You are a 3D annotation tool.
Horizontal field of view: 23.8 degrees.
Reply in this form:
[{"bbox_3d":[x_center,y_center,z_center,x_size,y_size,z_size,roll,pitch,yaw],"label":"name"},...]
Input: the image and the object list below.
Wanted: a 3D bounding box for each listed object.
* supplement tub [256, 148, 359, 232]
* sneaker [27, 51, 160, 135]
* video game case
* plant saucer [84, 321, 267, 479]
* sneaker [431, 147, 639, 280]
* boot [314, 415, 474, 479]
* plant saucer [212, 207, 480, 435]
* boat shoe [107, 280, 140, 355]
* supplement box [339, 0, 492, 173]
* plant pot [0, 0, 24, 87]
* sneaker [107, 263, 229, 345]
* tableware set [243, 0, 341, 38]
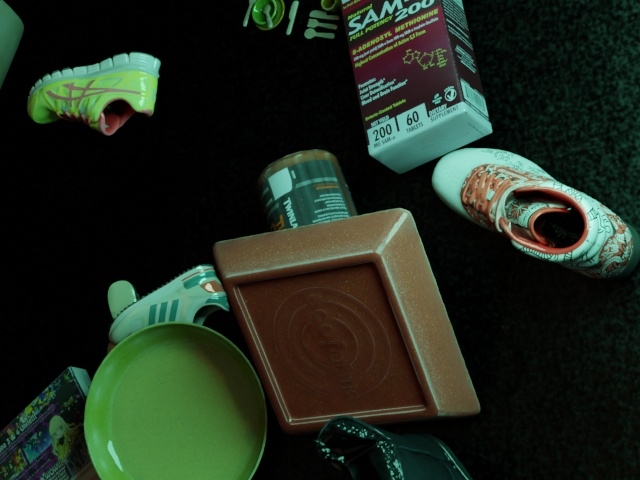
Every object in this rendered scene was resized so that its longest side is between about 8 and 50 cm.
[{"bbox_3d":[0.000,0.000,1.765,0.106,0.106,0.198,-30,65,23],"label":"supplement tub"},{"bbox_3d":[-0.304,-0.180,2.009,0.208,0.081,0.094,-14,75,28],"label":"sneaker"},{"bbox_3d":[-0.345,0.315,1.951,0.232,0.042,0.210,-43,61,17],"label":"video game case"},{"bbox_3d":[-0.172,0.219,1.841,0.240,0.037,0.241,-2,85,18],"label":"plant saucer"},{"bbox_3d":[0.206,-0.045,1.621,0.270,0.145,0.090,30,96,33],"label":"sneaker"},{"bbox_3d":[0.115,0.287,1.571,0.094,0.207,0.246,-49,60,14],"label":"boot"},{"bbox_3d":[0.018,0.107,1.681,0.259,0.048,0.259,-10,111,29],"label":"plant saucer"},{"bbox_3d":[-0.246,0.119,1.933,0.048,0.042,0.133,-6,76,3],"label":"boat shoe"},{"bbox_3d":[0.106,-0.213,1.748,0.130,0.073,0.240,-24,60,26],"label":"supplement box"},{"bbox_3d":[-0.565,-0.240,2.079,0.323,0.323,0.280,28,78,33],"label":"plant pot"},{"bbox_3d":[-0.186,0.099,1.876,0.161,0.057,0.075,-33,74,4],"label":"sneaker"},{"bbox_3d":[-0.034,-0.310,1.900,0.154,0.024,0.104,14,87,34],"label":"tableware set"}]
